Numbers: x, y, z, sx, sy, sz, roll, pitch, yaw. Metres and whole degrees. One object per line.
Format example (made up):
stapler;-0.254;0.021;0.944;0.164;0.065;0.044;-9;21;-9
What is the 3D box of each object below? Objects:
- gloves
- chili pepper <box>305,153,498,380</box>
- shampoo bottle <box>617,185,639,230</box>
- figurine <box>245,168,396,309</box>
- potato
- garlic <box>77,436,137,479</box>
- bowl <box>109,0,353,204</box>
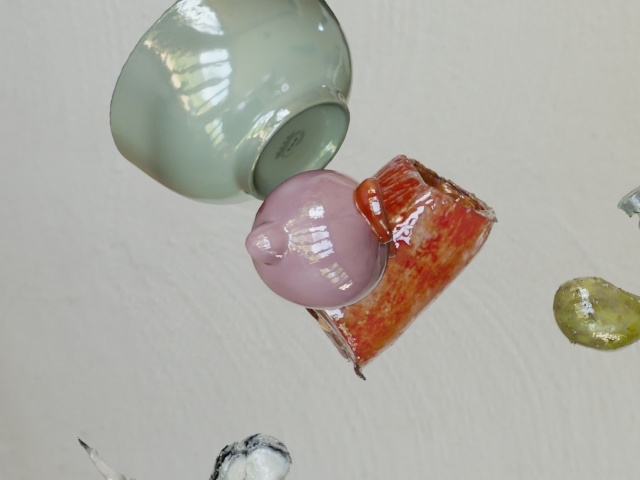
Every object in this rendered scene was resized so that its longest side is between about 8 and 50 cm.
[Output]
gloves;-0.115;0.358;1.844;0.114;0.153;0.070;25;20;-12
chili pepper;0.081;0.007;1.681;0.229;0.305;0.251;43;1;8
shampoo bottle;0.388;0.029;1.265;0.207;0.063;0.057;52;-9;-2
figurine;0.000;0.000;1.413;0.173;0.173;0.173;38;45;-51
potato;0.343;0.093;1.463;0.138;0.091;0.070;21;34;-21
garlic;-0.204;0.448;1.574;0.232;0.246;0.339;-4;111;-24
bowl;-0.084;-0.175;1.618;0.185;0.354;0.354;46;16;25
